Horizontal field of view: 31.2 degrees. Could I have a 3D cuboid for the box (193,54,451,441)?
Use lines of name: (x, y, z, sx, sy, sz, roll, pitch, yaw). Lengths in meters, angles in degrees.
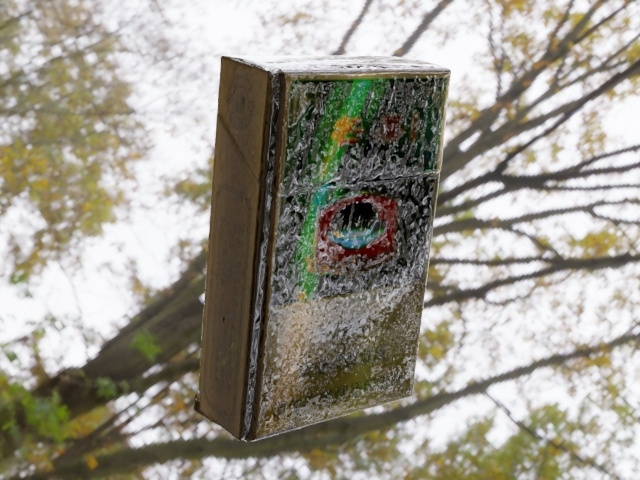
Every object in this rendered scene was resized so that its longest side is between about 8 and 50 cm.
box: (0.000, 0.000, 0.756, 0.071, 0.159, 0.240, 22, -67, 47)
